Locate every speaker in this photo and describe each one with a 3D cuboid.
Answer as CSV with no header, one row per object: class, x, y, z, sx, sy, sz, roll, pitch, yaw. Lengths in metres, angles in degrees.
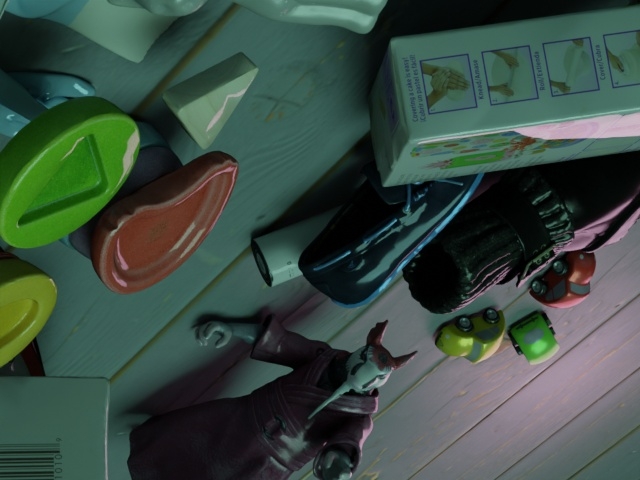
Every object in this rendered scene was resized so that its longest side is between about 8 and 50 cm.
speaker,0.000,0.000,1.612,0.136,0.055,0.055,-22,152,-12

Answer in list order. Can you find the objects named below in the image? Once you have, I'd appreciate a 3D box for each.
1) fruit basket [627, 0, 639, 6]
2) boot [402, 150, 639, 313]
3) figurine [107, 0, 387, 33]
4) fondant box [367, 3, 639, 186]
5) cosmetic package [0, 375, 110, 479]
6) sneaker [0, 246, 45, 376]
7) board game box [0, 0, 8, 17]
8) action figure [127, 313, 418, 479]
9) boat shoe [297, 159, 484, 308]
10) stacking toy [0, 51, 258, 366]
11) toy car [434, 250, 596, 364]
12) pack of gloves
fruit basket,0.464,-0.334,1.361,0.353,0.165,0.327,-10,147,-38
boot,0.233,-0.054,1.653,0.260,0.131,0.348,-17,151,-20
figurine,-0.039,-0.236,1.111,0.210,0.092,0.215,-3,144,-27
fondant box,0.218,-0.131,1.373,0.330,0.096,0.238,-9,174,-4
cosmetic package,-0.305,0.276,1.497,0.156,0.217,0.385,2,162,-16
sneaker,-0.342,0.101,1.444,0.145,0.090,0.270,-16,152,-9
board game box,-0.352,-0.103,1.006,0.224,0.097,0.303,11,133,-25
action figure,-0.038,0.224,1.752,0.370,0.248,0.276,-32,153,13
boat shoe,0.078,-0.044,1.528,0.089,0.109,0.258,30,98,-32
stacking toy,-0.211,-0.054,1.253,0.309,0.130,0.279,-27,153,-42
toy car,0.284,0.119,2.073,0.239,0.053,0.225,-31,152,5
pack of gloves,-0.221,-0.144,1.180,0.195,0.046,0.232,-40,151,22
